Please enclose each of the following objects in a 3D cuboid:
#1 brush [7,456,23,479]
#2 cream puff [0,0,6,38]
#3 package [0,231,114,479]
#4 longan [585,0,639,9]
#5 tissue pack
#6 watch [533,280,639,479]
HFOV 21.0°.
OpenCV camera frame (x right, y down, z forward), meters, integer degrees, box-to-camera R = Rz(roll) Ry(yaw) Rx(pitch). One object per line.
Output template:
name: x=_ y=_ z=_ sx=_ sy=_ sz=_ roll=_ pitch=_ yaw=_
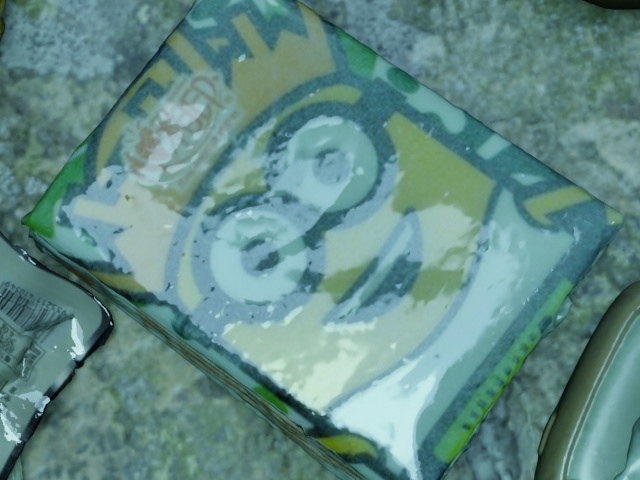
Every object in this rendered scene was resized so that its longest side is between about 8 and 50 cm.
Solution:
brush: x=-0.264 y=0.042 z=1.175 sx=0.103 sy=0.013 sz=0.272 roll=-8 pitch=78 yaw=1
cream puff: x=-0.295 y=-0.173 z=1.160 sx=0.189 sy=0.129 sz=0.189 roll=-1 pitch=83 yaw=5
package: x=-0.254 y=0.091 z=1.126 sx=0.166 sy=0.040 sz=0.232 roll=34 pitch=74 yaw=-7
longan: x=0.197 y=-0.246 z=1.126 sx=0.189 sy=0.189 sz=0.189 roll=-1 pitch=79 yaw=4
tissue pack: x=0.000 y=0.000 z=1.106 sx=0.310 sy=0.128 sz=0.228 roll=35 pitch=81 yaw=8
watch: x=0.215 y=0.123 z=1.014 sx=0.161 sy=0.241 sz=0.253 roll=23 pitch=82 yaw=9
